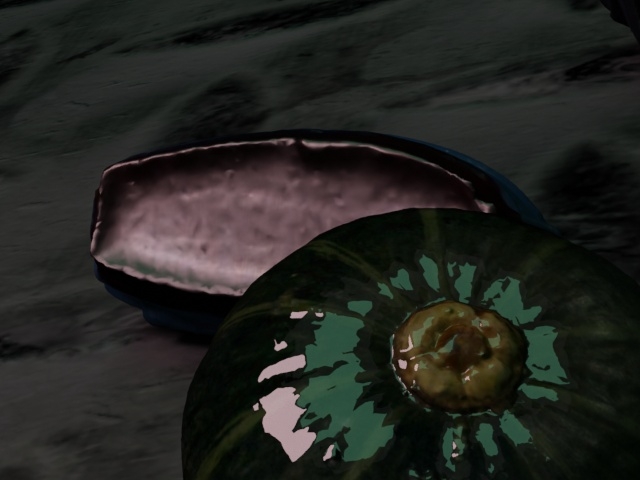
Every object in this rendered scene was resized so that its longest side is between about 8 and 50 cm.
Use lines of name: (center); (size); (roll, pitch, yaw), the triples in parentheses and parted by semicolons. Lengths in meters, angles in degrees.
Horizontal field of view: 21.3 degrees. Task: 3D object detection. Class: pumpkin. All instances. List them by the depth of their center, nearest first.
pumpkin: (0.037, 0.067, 0.532); (0.167, 0.125, 0.167); (6, 59, -10)

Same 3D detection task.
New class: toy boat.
toy boat: (0.000, 0.000, 0.782); (0.223, 0.100, 0.097); (1, -9, 21)

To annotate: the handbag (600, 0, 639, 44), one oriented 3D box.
handbag: (0.281, -0.274, 0.925); (0.303, 0.329, 0.122); (-16, 26, -1)
